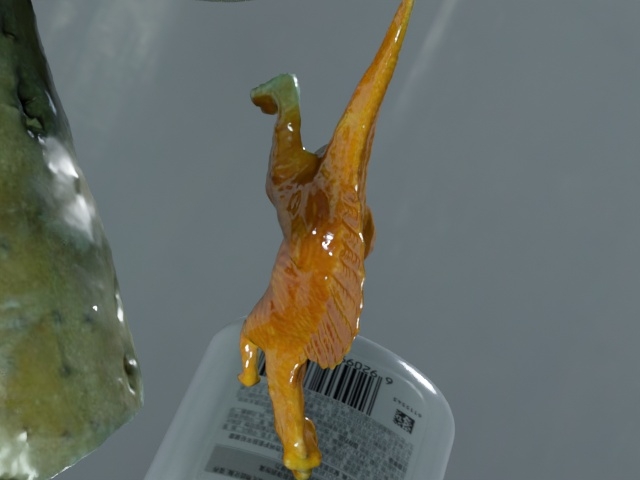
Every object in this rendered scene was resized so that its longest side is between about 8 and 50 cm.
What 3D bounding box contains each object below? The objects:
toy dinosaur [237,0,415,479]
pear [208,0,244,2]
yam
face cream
[{"bbox_3d":[-0.001,0.001,0.792,0.212,0.057,0.142,109,-21,-55],"label":"toy dinosaur"},{"bbox_3d":[-0.031,-0.217,0.813,0.269,0.212,0.212,-32,172,22],"label":"pear"},{"bbox_3d":[-0.130,0.000,0.637,0.107,0.194,0.107,-19,171,-3],"label":"yam"},{"bbox_3d":[-0.021,0.146,0.865,0.291,0.144,0.071,-69,-179,-56],"label":"face cream"}]
